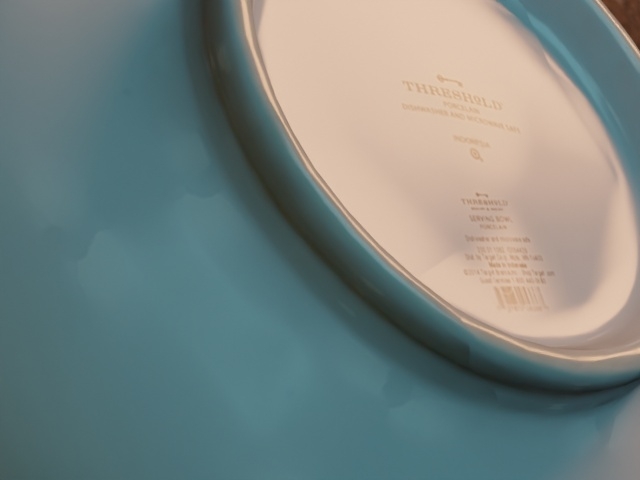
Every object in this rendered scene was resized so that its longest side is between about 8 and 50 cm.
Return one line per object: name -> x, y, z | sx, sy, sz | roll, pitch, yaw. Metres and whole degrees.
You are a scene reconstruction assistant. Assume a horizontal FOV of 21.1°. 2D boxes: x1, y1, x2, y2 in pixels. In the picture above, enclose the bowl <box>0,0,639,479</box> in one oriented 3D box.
bowl -> 0.000, 0.000, 0.430 | 0.298, 0.134, 0.298 | 23, 47, -26
